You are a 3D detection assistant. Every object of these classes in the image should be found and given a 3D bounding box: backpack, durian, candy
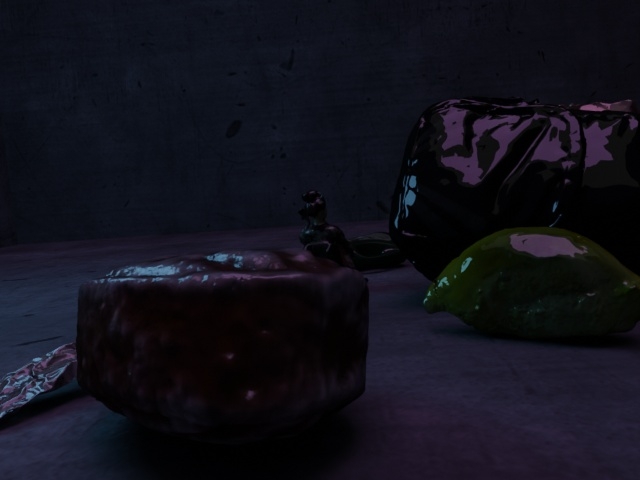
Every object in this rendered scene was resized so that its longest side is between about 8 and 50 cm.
[{"bbox_3d":[0.355,-0.070,0.870,0.446,0.363,0.255,7,-20,29],"label":"backpack"},{"bbox_3d":[0.258,0.050,0.663,0.250,0.139,0.101,8,-31,27],"label":"durian"},{"bbox_3d":[-0.089,0.086,0.469,0.214,0.157,0.289,10,-12,-44],"label":"candy"}]

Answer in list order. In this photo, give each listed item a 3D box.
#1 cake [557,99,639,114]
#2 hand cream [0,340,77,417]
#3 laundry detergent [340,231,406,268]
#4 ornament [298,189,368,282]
[{"bbox_3d":[0.618,-0.160,1.301,0.307,0.293,0.314,2,-10,44],"label":"cake"},{"bbox_3d":[-0.265,0.141,0.592,0.084,0.050,0.257,4,13,37],"label":"hand cream"},{"bbox_3d":[0.087,0.031,1.238,0.222,0.078,0.144,-9,18,-39],"label":"laundry detergent"},{"bbox_3d":[0.000,0.000,1.035,0.166,0.196,0.153,0,8,23],"label":"ornament"}]
